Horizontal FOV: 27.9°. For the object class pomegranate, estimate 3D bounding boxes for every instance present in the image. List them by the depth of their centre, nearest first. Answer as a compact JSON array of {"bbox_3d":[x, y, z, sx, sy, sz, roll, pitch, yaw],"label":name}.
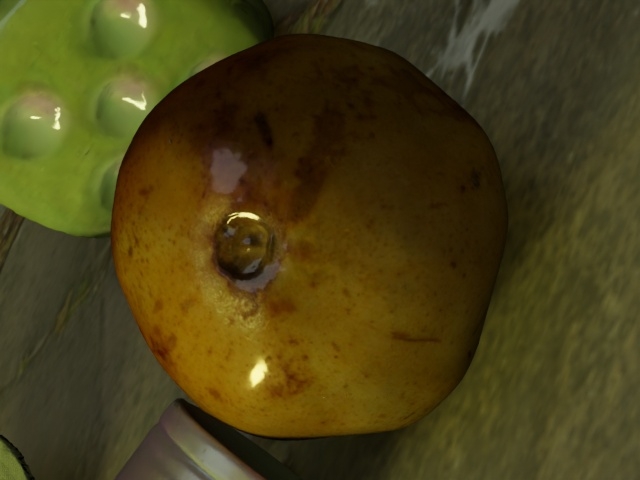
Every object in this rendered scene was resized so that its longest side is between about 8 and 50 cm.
[{"bbox_3d":[0.000,0.000,0.826,0.264,0.264,0.264,-20,56,33],"label":"pomegranate"}]

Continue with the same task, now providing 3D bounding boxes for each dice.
[{"bbox_3d":[-0.209,-0.174,1.094,0.254,0.250,0.252,-49,45,10],"label":"dice"}]

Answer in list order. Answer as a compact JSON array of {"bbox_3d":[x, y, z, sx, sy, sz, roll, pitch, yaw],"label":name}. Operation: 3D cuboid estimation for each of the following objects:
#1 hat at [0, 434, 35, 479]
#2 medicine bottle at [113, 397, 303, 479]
[{"bbox_3d":[-0.263,0.273,1.004,0.252,0.110,0.252,-14,65,31],"label":"hat"},{"bbox_3d":[-0.109,0.248,0.833,0.254,0.152,0.152,-54,44,-3],"label":"medicine bottle"}]
